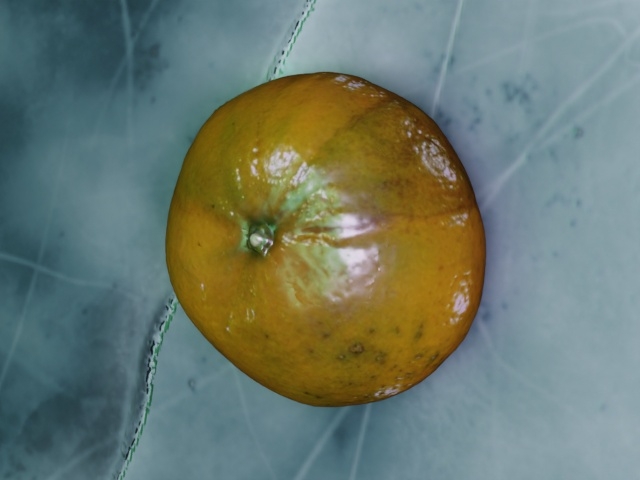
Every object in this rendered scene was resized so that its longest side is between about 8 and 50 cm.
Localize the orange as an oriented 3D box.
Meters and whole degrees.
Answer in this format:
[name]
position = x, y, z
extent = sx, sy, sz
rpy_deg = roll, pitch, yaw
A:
[orange]
position = 0.000, 0.000, 1.357
extent = 0.240, 0.171, 0.240
rpy_deg = 1, 94, 24
